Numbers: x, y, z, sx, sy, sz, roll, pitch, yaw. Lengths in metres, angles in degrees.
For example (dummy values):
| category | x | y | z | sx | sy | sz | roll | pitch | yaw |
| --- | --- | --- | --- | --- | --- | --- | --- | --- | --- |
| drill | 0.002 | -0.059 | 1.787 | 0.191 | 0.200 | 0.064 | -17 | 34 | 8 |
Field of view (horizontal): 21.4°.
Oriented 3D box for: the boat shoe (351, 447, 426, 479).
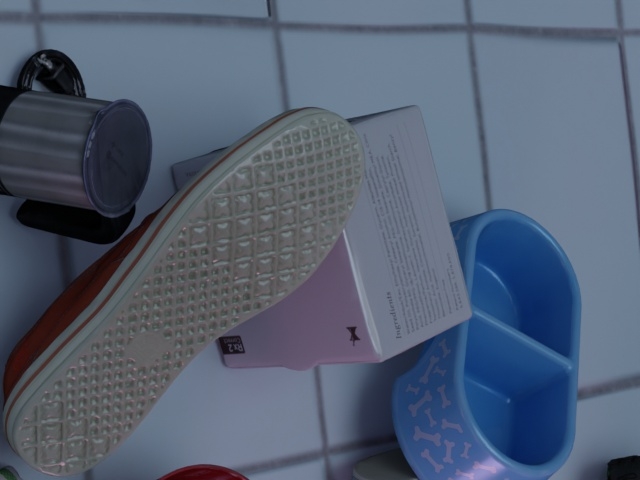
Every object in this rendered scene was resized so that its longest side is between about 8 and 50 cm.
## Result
| category | x | y | z | sx | sy | sz | roll | pitch | yaw |
| --- | --- | --- | --- | --- | --- | --- | --- | --- | --- |
| boat shoe | 0.107 | 0.227 | 1.514 | 0.227 | 0.079 | 0.081 | -5 | 108 | -45 |

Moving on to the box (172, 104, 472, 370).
| category | x | y | z | sx | sy | sz | roll | pitch | yaw |
| --- | --- | --- | --- | --- | --- | --- | --- | --- | --- |
| box | 0.000 | 0.000 | 1.352 | 0.119 | 0.181 | 0.182 | -22 | 100 | -43 |

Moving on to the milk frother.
| category | x | y | z | sx | sy | sz | roll | pitch | yaw |
| --- | --- | --- | --- | --- | --- | --- | --- | --- | --- |
| milk frother | -0.180 | -0.082 | 1.219 | 0.143 | 0.134 | 0.129 | -70 | 153 | -21 |

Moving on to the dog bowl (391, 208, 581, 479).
| category | x | y | z | sx | sy | sz | roll | pitch | yaw |
| --- | --- | --- | --- | --- | --- | --- | --- | --- | --- |
| dog bowl | 0.157 | 0.099 | 1.506 | 0.166 | 0.074 | 0.297 | 29 | 50 | -24 |

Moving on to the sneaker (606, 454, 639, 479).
| category | x | y | z | sx | sy | sz | roll | pitch | yaw |
| --- | --- | --- | --- | --- | --- | --- | --- | --- | --- |
| sneaker | 0.402 | 0.328 | 1.735 | 0.343 | 0.134 | 0.146 | 42 | 59 | -33 |

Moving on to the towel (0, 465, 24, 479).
| category | x | y | z | sx | sy | sz | roll | pitch | yaw |
| --- | --- | --- | --- | --- | --- | --- | --- | --- | --- |
| towel | -0.301 | 0.312 | 1.133 | 0.325 | 0.038 | 0.248 | -20 | 98 | -41 |

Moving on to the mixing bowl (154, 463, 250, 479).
| category | x | y | z | sx | sy | sz | roll | pitch | yaw |
| --- | --- | --- | --- | --- | --- | --- | --- | --- | --- |
| mixing bowl | -0.119 | 0.258 | 1.267 | 0.181 | 0.098 | 0.181 | 6 | 81 | -44 |

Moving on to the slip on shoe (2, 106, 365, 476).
| category | x | y | z | sx | sy | sz | roll | pitch | yaw |
| --- | --- | --- | --- | --- | --- | --- | --- | --- | --- |
| slip on shoe | -0.105 | 0.024 | 1.215 | 0.331 | 0.101 | 0.123 | -45 | 125 | 0 |
